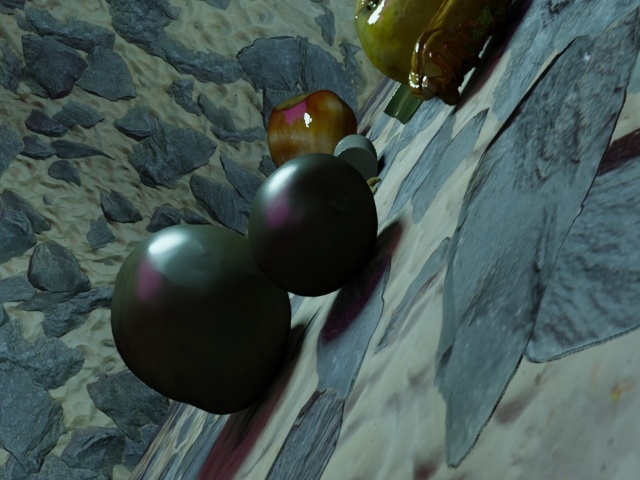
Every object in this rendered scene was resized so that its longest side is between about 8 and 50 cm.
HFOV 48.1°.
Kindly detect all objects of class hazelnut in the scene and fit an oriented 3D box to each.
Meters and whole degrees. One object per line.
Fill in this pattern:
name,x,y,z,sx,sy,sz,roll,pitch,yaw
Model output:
hazelnut,-0.025,-0.381,2.655,0.365,0.366,0.366,-55,6,9

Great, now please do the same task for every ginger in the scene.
ginger,0.097,-0.103,1.582,0.097,0.048,0.030,-30,-38,-5

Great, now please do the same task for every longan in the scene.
longan,-0.222,0.148,1.368,0.336,0.404,0.404,-20,-5,-18
longan,-0.011,-0.025,1.171,0.248,0.248,0.248,-55,6,9

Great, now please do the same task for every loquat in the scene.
loquat,0.219,-0.478,1.577,0.274,0.275,0.275,-55,6,9

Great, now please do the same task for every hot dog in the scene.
hot dog,0.277,-0.397,1.331,0.348,0.117,0.158,-57,-14,-25

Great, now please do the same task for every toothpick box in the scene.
toothpick box,0.086,-0.195,1.770,0.111,0.111,0.180,-54,7,15

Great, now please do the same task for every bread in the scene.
bread,0.223,-0.365,1.760,0.139,0.074,0.084,-57,3,-19
